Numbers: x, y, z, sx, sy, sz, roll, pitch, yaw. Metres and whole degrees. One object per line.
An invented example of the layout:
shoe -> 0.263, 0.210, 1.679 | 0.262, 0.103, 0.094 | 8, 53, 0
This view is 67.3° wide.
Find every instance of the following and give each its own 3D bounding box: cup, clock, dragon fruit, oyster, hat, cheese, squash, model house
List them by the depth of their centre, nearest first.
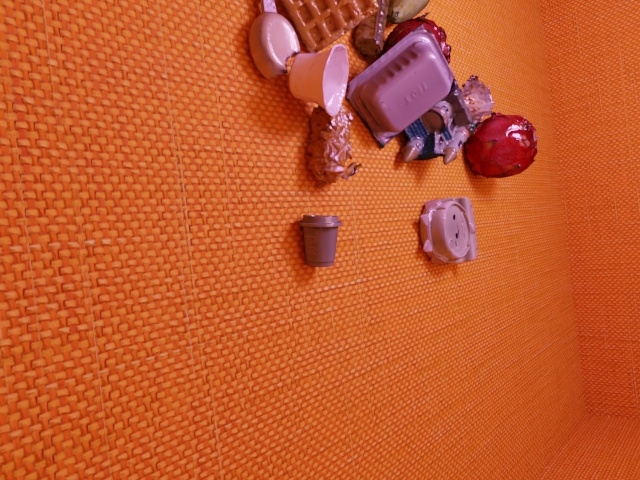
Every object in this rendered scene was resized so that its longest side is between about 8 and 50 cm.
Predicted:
cheese -> -0.140, -0.562, 1.272 | 0.163, 0.071, 0.248 | -42, 116, -43
hat -> -0.010, -0.441, 1.305 | 0.203, 0.126, 0.203 | 14, 90, -75
cup -> 0.000, 0.000, 1.330 | 0.120, 0.120, 0.141 | -5, 97, -48
dragon fruit -> 0.326, -0.637, 1.666 | 0.299, 0.244, 0.244 | -50, 121, -25
model house -> 0.402, -0.393, 1.763 | 0.267, 0.194, 0.325 | 53, 54, -29
squash -> 0.313, -0.868, 1.766 | 0.118, 0.118, 0.370 | 58, 47, -25
clock -> 0.493, -0.035, 1.870 | 0.324, 0.109, 0.265 | -7, 91, -47
oyster -> 0.645, -0.549, 2.069 | 0.198, 0.133, 0.337 | 31, 64, -7
dragon fruit -> 0.807, -0.418, 2.147 | 0.295, 0.302, 0.295 | -14, 90, -69

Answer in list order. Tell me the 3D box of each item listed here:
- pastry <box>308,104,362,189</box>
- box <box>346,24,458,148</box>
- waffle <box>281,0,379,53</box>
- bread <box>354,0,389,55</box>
pastry -> 0.037, -0.274, 1.407 | 0.154, 0.102, 0.250 | 12, 75, -43
box -> 0.279, -0.479, 1.549 | 0.264, 0.337, 0.106 | 46, 11, -34
waffle -> 0.021, -0.686, 1.356 | 0.221, 0.248, 0.055 | 54, 5, -43
bread -> 0.179, -0.759, 1.634 | 0.087, 0.098, 0.269 | 80, 19, -72
